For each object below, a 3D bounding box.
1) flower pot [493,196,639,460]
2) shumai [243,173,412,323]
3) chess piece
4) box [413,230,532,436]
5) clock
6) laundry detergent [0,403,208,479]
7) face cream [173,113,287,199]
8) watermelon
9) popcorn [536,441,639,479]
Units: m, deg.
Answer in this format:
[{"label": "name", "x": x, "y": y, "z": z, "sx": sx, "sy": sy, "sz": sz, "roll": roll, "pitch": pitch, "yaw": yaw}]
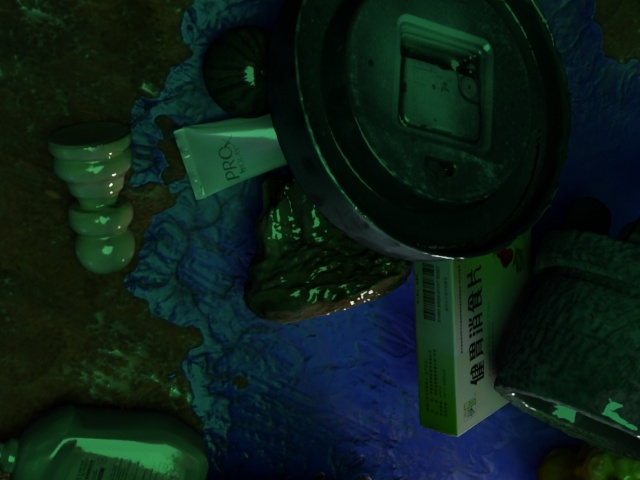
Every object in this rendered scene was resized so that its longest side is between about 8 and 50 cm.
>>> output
[{"label": "flower pot", "x": 0.386, "y": 0.106, "z": 1.513, "sx": 0.299, "sy": 0.299, "sz": 0.283, "roll": 29, "pitch": 77, "yaw": -20}, {"label": "shumai", "x": 0.000, "y": 0.000, "z": 1.490, "sx": 0.206, "sy": 0.166, "sz": 0.176, "roll": -11, "pitch": 85, "yaw": -15}, {"label": "chess piece", "x": -0.249, "y": -0.043, "z": 1.433, "sx": 0.094, "sy": 0.094, "sz": 0.170, "roll": -11, "pitch": 112, "yaw": -11}, {"label": "box", "x": 0.191, "y": 0.087, "z": 1.551, "sx": 0.175, "sy": 0.062, "sz": 0.261, "roll": -23, "pitch": 117, "yaw": -46}, {"label": "clock", "x": 0.115, "y": -0.163, "z": 1.400, "sx": 0.386, "sy": 0.076, "sz": 0.386, "roll": 7, "pitch": 77, "yaw": -31}, {"label": "laundry detergent", "x": -0.273, "y": 0.281, "z": 1.519, "sx": 0.253, "sy": 0.091, "sz": 0.181, "roll": 14, "pitch": 107, "yaw": -18}, {"label": "face cream", "x": -0.044, "y": -0.124, "z": 1.480, "sx": 0.243, "sy": 0.058, "sz": 0.092, "roll": -18, "pitch": 114, "yaw": -2}, {"label": "watermelon", "x": -0.076, "y": -0.189, "z": 1.407, "sx": 0.105, "sy": 0.133, "sz": 0.105, "roll": -1, "pitch": 94, "yaw": -21}, {"label": "popcorn", "x": 0.387, "y": 0.376, "z": 1.673, "sx": 0.206, "sy": 0.251, "sz": 0.237, "roll": -15, "pitch": 75, "yaw": -34}]
